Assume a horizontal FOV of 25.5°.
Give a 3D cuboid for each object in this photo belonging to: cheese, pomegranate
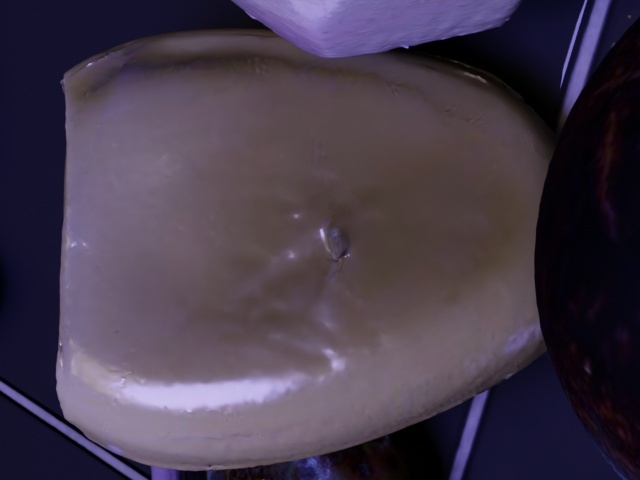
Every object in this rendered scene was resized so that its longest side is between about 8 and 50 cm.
[{"bbox_3d":[0.000,0.000,0.807,0.316,0.128,0.259,0,84,4],"label":"cheese"},{"bbox_3d":[-0.014,0.160,0.907,0.169,0.148,0.148,-21,86,50],"label":"pomegranate"}]

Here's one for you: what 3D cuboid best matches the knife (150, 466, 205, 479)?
[{"bbox_3d":[-0.104,0.144,0.979,0.038,0.132,0.398,1,103,15],"label":"knife"}]

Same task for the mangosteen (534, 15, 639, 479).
[{"bbox_3d":[0.252,0.011,0.587,0.330,0.330,0.330,8,103,36],"label":"mangosteen"}]

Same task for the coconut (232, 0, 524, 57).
[{"bbox_3d":[0.014,-0.205,0.738,0.234,0.224,0.224,-4,98,-3],"label":"coconut"}]
